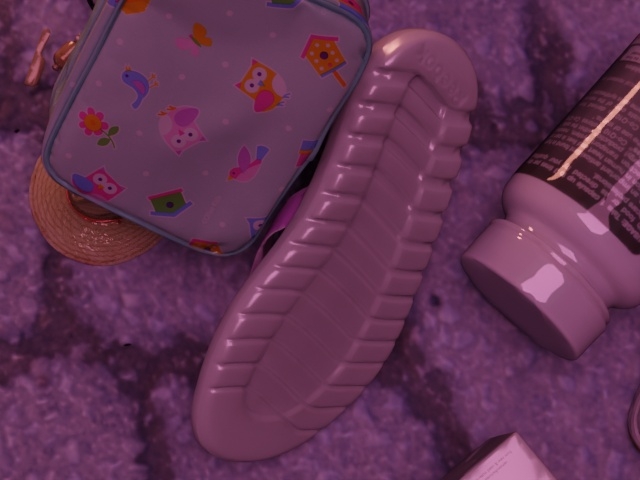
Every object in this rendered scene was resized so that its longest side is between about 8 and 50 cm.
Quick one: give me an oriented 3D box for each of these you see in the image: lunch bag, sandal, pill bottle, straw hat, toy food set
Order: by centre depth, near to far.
[{"bbox_3d":[-0.099,-0.139,1.409,0.224,0.108,0.279,25,120,-14],"label":"lunch bag"},{"bbox_3d":[0.264,-0.044,1.500,0.161,0.161,0.283,42,81,4],"label":"pill bottle"},{"bbox_3d":[0.011,0.006,1.502,0.169,0.102,0.416,27,95,-34],"label":"sandal"},{"bbox_3d":[-0.192,-0.050,1.525,0.145,0.061,0.144,1,82,-4],"label":"straw hat"},{"bbox_3d":[-0.205,-0.147,1.562,0.122,0.019,0.078,19,81,-8],"label":"toy food set"}]

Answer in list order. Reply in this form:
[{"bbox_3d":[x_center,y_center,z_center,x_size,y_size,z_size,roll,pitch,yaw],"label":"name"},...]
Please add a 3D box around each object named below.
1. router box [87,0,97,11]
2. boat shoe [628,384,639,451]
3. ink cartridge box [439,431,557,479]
[{"bbox_3d":[-0.166,-0.257,1.570,0.122,0.038,0.092,-28,83,-7],"label":"router box"},{"bbox_3d":[0.360,0.068,1.520,0.098,0.096,0.277,20,81,0],"label":"boat shoe"},{"bbox_3d":[0.203,0.278,1.460,0.078,0.134,0.231,-39,86,-9],"label":"ink cartridge box"}]
